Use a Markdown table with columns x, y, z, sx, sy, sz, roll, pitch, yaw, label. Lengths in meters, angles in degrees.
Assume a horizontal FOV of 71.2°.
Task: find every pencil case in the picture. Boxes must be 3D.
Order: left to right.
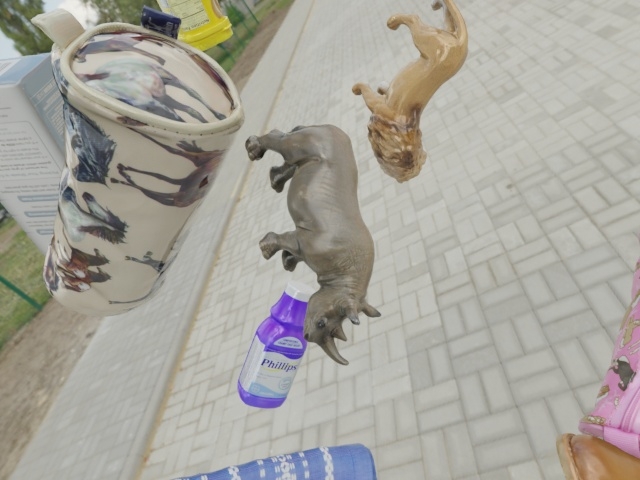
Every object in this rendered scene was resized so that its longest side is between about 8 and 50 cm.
| x | y | z | sx | sy | sz | roll | pitch | yaw | label |
| --- | --- | --- | --- | --- | --- | --- | --- | --- | --- |
| -0.238 | -0.055 | 0.538 | 0.410 | 0.183 | 0.160 | -49 | 8 | 44 | pencil case |
| 0.516 | 0.145 | 0.659 | 0.386 | 0.167 | 0.160 | -61 | -5 | -17 | pencil case |

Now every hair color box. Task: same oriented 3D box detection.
| x | y | z | sx | sy | sz | roll | pitch | yaw | label |
| --- | --- | --- | --- | --- | --- | --- | --- | --- | --- |
| -0.503 | -0.133 | 0.831 | 0.185 | 0.375 | 0.114 | -2 | 45 | 8 | hair color box |

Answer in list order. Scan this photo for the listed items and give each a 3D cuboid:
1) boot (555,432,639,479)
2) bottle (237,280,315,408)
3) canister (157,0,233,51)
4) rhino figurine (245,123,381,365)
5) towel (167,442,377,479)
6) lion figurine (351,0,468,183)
| x | y | z | sx | sy | sz | roll | pitch | yaw | label |
| --- | --- | --- | --- | --- | --- | --- | --- | --- | --- |
| 0.377 | 0.231 | 0.380 | 0.220 | 0.283 | 0.109 | -48 | 2 | 38 | boot |
| -0.089 | 0.229 | 0.986 | 0.092 | 0.118 | 0.283 | 40 | 111 | 60 | bottle |
| -0.200 | -0.363 | 0.622 | 0.073 | 0.170 | 0.126 | -33 | 39 | -13 | canister |
| 0.000 | 0.000 | 0.437 | 0.106 | 0.244 | 0.073 | -14 | -9 | 24 | rhino figurine |
| -0.085 | 0.253 | 0.221 | 0.040 | 0.335 | 0.244 | -13 | 73 | 49 | towel |
| 0.204 | -0.330 | 0.947 | 0.240 | 0.142 | 0.392 | 63 | 144 | 32 | lion figurine |
